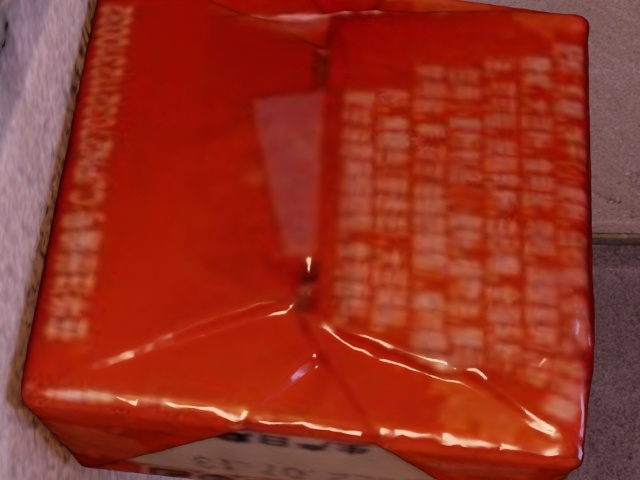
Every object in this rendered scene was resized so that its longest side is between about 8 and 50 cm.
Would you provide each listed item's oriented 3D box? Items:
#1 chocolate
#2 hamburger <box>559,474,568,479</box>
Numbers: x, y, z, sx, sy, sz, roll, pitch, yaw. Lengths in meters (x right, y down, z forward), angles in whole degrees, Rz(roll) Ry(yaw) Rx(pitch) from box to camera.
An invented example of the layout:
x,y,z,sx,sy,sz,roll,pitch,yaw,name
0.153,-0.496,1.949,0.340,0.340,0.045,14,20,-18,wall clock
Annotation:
x,y,z,sx,sy,sz,roll,pitch,yaw,name
0.000,0.000,0.792,0.108,0.235,0.237,99,-4,-59,chocolate
0.061,0.175,1.190,0.244,0.244,0.163,66,27,-69,hamburger
